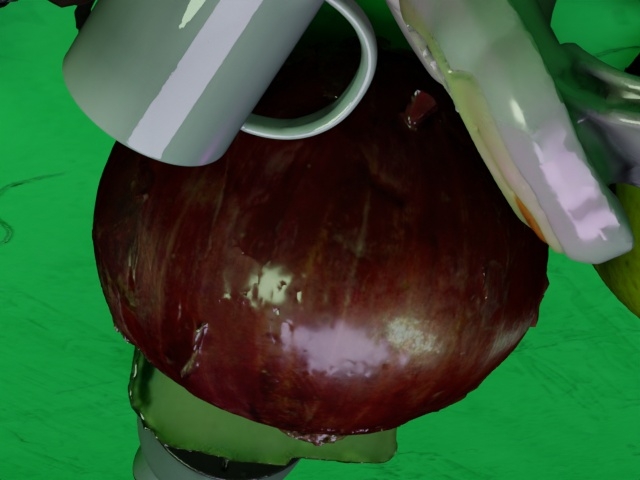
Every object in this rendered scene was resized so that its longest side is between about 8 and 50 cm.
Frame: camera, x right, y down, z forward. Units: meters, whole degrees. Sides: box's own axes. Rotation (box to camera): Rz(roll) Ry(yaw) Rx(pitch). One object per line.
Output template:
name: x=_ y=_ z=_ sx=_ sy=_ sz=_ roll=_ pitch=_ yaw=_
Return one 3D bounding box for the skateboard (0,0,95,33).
skateboard: x=-0.148 y=-0.154 z=0.929 sx=0.067 sy=0.080 sz=0.151 roll=31 pitch=-178 yaw=14

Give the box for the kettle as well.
kettle: x=-0.065 y=0.150 z=1.659 sx=0.221 sy=0.161 sz=0.236 roll=-28 pitch=167 yaw=-17

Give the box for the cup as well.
cup: x=-0.046 y=-0.114 z=0.936 sx=0.136 sy=0.099 sz=0.133 roll=6 pitch=131 yaw=-40

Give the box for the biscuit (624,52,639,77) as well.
biscuit: x=0.291 y=-0.122 z=1.034 sx=0.235 sy=0.063 sz=0.151 roll=-1 pitch=162 yaw=-23

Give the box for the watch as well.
watch: x=0.150 y=-0.127 z=0.876 sx=0.218 sy=0.248 sz=0.211 roll=-32 pitch=153 yaw=6

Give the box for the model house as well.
model house: x=-0.052 y=0.072 z=1.441 sx=0.214 sy=0.195 sz=0.189 roll=4 pitch=179 yaw=-13

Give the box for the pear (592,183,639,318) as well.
pear: x=0.268 y=-0.002 z=1.122 sx=0.255 sy=0.164 sz=0.238 roll=7 pitch=-172 yaw=29

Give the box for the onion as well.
onion: x=0.000 y=0.000 z=1.091 sx=0.276 sy=0.276 sz=0.276 roll=-1 pitch=160 yaw=0
